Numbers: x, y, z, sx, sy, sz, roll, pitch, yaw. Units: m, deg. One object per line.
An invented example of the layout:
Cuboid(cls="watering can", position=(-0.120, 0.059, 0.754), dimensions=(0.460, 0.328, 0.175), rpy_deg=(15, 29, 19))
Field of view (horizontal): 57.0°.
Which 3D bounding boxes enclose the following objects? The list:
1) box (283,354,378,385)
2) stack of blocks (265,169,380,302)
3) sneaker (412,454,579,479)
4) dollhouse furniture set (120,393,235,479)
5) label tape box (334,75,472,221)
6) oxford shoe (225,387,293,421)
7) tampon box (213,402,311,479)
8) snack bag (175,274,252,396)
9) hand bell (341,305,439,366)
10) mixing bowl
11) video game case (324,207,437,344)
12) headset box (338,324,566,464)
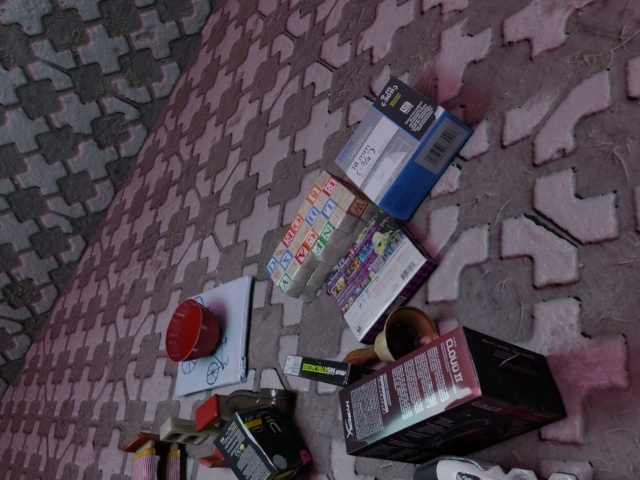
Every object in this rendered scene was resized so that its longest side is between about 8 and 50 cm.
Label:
Cuboid(cls="box", position=(0.056, 0.262, 1.130), dimensions=(0.191, 0.184, 0.045), rpy_deg=(-6, 65, 50))
Cuboid(cls="stack of blocks", position=(0.000, 0.000, 1.427), dimensions=(0.297, 0.087, 0.171), rpy_deg=(-58, 37, 12))
Cuboid(cls="sneaker", position=(0.249, 0.398, 0.830), dimensions=(0.331, 0.122, 0.146), rpy_deg=(-16, 39, 49))
Cuboid(cls="dollhouse furniture set", position=(-0.375, 0.570, 1.548), dimensions=(0.374, 0.152, 0.201), rpy_deg=(-43, 42, 30))
Cuboid(cls="label tape box", position=(0.152, -0.233, 1.340), dimensions=(0.240, 0.106, 0.333), rpy_deg=(-56, 37, 15))
Cuboid(cls="oxford shoe", position=(-0.161, 0.408, 1.421), dimensions=(0.227, 0.083, 0.096), rpy_deg=(-18, 60, 47))
Cuboid(cls="tampon box", position=(-0.125, 0.452, 1.274), dimensions=(0.161, 0.120, 0.101), rpy_deg=(46, 111, 28))
Cuboid(cls="snack bag", position=(-0.308, 0.276, 1.724), dimensions=(0.343, 0.037, 0.322), rpy_deg=(-23, 55, 41))
Cuboid(cls="hand bell", position=(0.114, 0.222, 1.174), dimensions=(0.242, 0.126, 0.126), rpy_deg=(-37, 44, 54))
Cuboid(cls="mixing bowl", position=(-0.349, 0.263, 1.669), dimensions=(0.182, 0.098, 0.181), rpy_deg=(-25, 54, 41))
Cuboid(cls="video game case", position=(0.120, 0.072, 1.271), dimensions=(0.232, 0.042, 0.210), rpy_deg=(-54, 38, 18))
Cuboid(cls="headset box", position=(0.208, 0.247, 0.911), dimensions=(0.293, 0.218, 0.110), rpy_deg=(-39, 45, 36))
